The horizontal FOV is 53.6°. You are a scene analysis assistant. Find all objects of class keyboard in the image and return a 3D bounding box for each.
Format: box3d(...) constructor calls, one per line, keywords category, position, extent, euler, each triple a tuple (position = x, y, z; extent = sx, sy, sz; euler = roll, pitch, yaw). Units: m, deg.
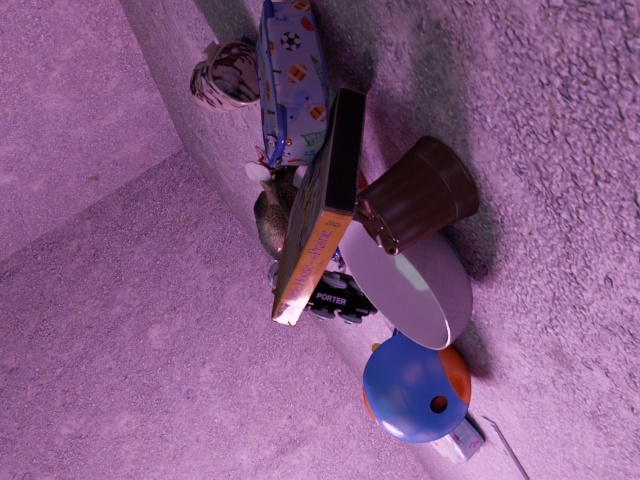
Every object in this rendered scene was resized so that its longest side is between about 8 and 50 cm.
box3d(category="keyboard", position=(0.544, 0.618, 1.834), extent=(0.256, 0.014, 0.072), euler=(58, 173, -10))

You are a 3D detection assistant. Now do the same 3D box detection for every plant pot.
box3d(category="plant pot", position=(0.158, -0.069, 1.106), extent=(0.167, 0.165, 0.167), euler=(53, 169, 15))

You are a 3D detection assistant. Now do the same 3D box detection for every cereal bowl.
box3d(category="cereal bowl", position=(0.192, 0.054, 1.326), extent=(0.339, 0.141, 0.339), euler=(46, 162, 20))

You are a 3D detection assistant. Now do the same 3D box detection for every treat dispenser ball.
box3d(category="treat dispenser ball", position=(0.253, 0.386, 1.677), extent=(0.288, 0.288, 0.288), euler=(52, 168, 16))

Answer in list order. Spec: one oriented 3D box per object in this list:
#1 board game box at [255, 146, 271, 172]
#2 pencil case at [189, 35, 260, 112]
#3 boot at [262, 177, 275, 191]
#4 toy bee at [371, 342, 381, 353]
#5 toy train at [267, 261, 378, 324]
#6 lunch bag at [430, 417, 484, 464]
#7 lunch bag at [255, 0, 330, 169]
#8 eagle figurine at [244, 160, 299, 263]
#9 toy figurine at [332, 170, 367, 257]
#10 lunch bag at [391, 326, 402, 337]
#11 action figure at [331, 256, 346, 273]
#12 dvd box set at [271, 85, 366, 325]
box3d(category="board game box", position=(-0.207, -0.267, 2.343), extent=(0.133, 0.033, 0.169), euler=(40, 161, 51))
box3d(category="pencil case", position=(-0.259, -0.447, 1.738), extent=(0.183, 0.160, 0.410), euler=(50, 171, -18))
box3d(category="boot", position=(-0.145, -0.127, 2.318), extent=(0.258, 0.095, 0.123), euler=(58, 161, -16))
box3d(category="toy bee", position=(0.236, 0.421, 2.152), extent=(0.195, 0.162, 0.298), euler=(47, 166, 39))
box3d(category="toy train", position=(0.005, 0.144, 1.832), extent=(0.334, 0.142, 0.190), euler=(15, -171, -22))
box3d(category="lunch bag", position=(0.403, 0.599, 2.067), extent=(0.279, 0.108, 0.224), euler=(45, 159, 16))
box3d(category="lunch bag", position=(-0.064, -0.290, 1.233), extent=(0.243, 0.115, 0.303), euler=(145, 122, -76))
box3d(category="eagle figurine", position=(-0.095, -0.097, 1.846), extent=(0.226, 0.225, 0.298), euler=(46, -138, -65))
box3d(category="toy figurine", position=(0.018, -0.058, 1.566), extent=(0.362, 0.217, 0.191), euler=(38, 159, 55))
box3d(category="lunch bag", position=(0.278, 0.323, 1.899), extent=(0.129, 0.096, 0.151), euler=(58, -177, -22))
box3d(category="action figure", position=(0.000, 0.000, 2.040), extent=(0.248, 0.276, 0.370), euler=(25, 171, -40))
box3d(category="dvd box set", position=(-0.009, -0.054, 1.285), extent=(0.420, 0.062, 0.308), euler=(116, 166, -52))
